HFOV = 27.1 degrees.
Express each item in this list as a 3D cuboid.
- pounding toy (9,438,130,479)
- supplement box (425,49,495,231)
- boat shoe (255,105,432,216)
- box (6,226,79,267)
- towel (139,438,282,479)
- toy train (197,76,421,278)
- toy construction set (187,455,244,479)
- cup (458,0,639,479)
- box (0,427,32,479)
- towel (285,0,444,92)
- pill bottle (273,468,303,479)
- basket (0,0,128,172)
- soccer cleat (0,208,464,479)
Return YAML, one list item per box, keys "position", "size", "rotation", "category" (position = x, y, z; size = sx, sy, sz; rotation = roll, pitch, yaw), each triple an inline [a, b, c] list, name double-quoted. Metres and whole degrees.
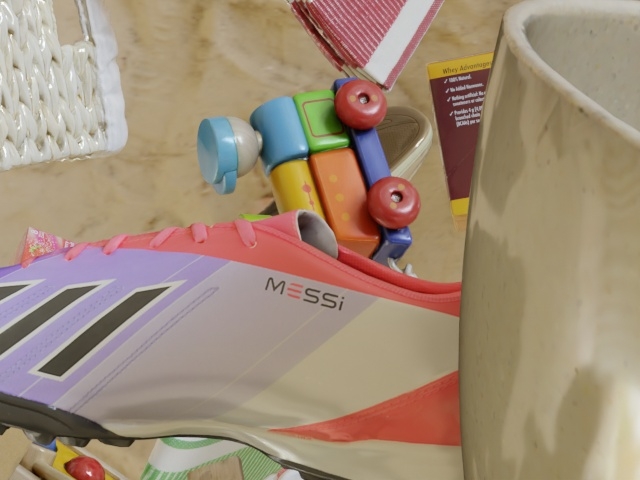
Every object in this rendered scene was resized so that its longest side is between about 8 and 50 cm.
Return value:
- position: [-0.214, 0.189, 1.008]
  size: [0.130, 0.141, 0.100]
  rotation: [30, 97, 16]
  category: "pounding toy"
- position: [0.242, -0.130, 1.650]
  size: [0.191, 0.129, 0.194]
  rotation: [-10, 81, 7]
  category: "supplement box"
- position: [0.010, -0.020, 1.433]
  size: [0.302, 0.098, 0.109]
  rotation: [-44, 46, 0]
  category: "boat shoe"
- position: [-0.438, 0.119, 2.087]
  size: [0.128, 0.257, 0.123]
  rotation: [21, 129, -19]
  category: "box"
- position: [-0.134, 0.273, 1.307]
  size: [0.038, 0.248, 0.325]
  rotation: [42, 118, 22]
  category: "towel"
- position: [0.000, 0.000, 1.029]
  size: [0.143, 0.105, 0.248]
  rotation: [-10, 69, -18]
  category: "toy train"
- position: [-0.129, 0.190, 0.586]
  size: [0.309, 0.257, 0.237]
  rotation: [-37, 43, 25]
  category: "toy construction set"
- position: [0.177, 0.088, 0.426]
  size: [0.331, 0.331, 0.237]
  rotation: [24, 112, 16]
  category: "cup"
- position: [-0.268, 0.116, 0.844]
  size: [0.021, 0.201, 0.164]
  rotation: [12, 61, 37]
  category: "box"
- position: [-0.005, -0.322, 1.295]
  size: [0.037, 0.237, 0.329]
  rotation: [-23, 116, 43]
  category: "towel"
- position: [-0.042, 0.360, 2.009]
  size: [0.087, 0.160, 0.087]
  rotation: [-2, 99, -12]
  category: "pill bottle"
- position: [-0.408, -0.215, 1.302]
  size: [0.331, 0.266, 0.328]
  rotation: [-1, 104, 30]
  category: "basket"
- position: [-0.054, 0.035, 0.593]
  size: [0.318, 0.108, 0.116]
  rotation: [8, 98, 11]
  category: "soccer cleat"
